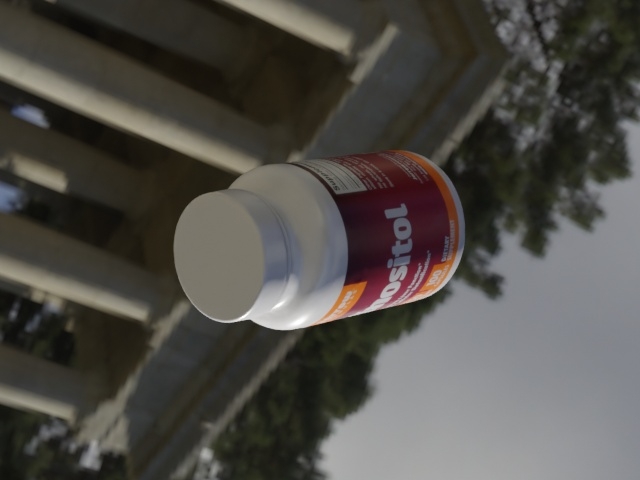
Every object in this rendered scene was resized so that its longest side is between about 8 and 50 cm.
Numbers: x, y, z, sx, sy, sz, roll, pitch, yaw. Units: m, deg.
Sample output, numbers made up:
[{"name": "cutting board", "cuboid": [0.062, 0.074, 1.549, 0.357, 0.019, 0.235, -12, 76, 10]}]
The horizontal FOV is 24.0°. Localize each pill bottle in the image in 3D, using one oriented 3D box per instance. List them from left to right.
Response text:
[{"name": "pill bottle", "cuboid": [0.000, 0.000, 0.786, 0.086, 0.152, 0.086, 8, -77, 41]}]
